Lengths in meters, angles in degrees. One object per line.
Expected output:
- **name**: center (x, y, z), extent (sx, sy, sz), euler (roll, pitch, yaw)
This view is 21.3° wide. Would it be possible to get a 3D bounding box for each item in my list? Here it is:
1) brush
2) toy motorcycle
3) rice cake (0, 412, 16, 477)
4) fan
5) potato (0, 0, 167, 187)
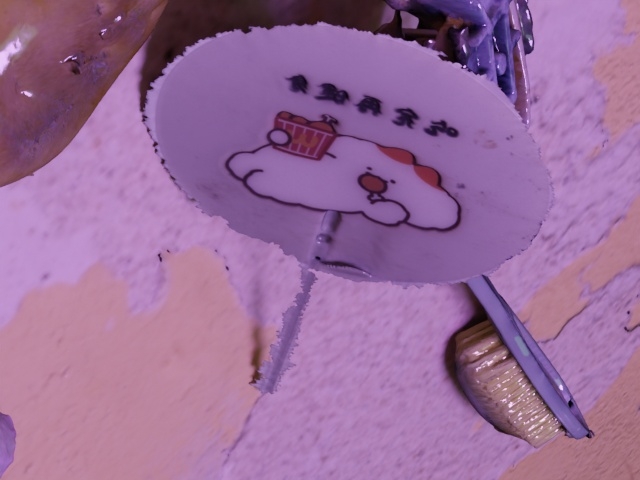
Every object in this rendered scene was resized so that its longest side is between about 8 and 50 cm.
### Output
- **brush**: center (0.102, 0.063, 1.065), extent (0.060, 0.068, 0.297), euler (-29, 142, 7)
- **toy motorcycle**: center (0.035, -0.087, 0.801), extent (0.094, 0.129, 0.229), euler (-51, 140, -43)
- **rice cake**: center (-0.212, 0.163, 0.812), extent (0.207, 0.036, 0.047), euler (-56, 158, 7)
- **fan**: center (0.000, -0.001, 0.832), extent (0.329, 0.190, 0.009), euler (107, -1, -56)
- **potato**: center (-0.110, -0.086, 0.660), extent (0.138, 0.070, 0.091), euler (-49, 151, 1)
